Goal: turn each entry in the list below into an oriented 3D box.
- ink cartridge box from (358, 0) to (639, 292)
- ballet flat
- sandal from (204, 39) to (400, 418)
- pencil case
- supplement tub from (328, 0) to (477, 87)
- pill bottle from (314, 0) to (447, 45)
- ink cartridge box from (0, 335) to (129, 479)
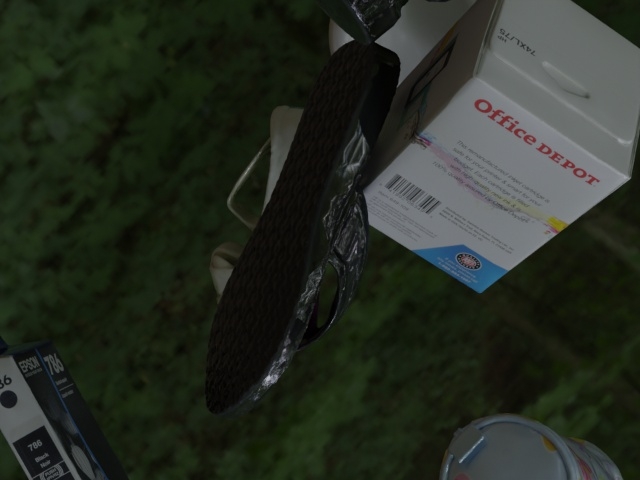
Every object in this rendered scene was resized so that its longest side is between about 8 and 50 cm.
[{"bbox_3d":[0.194,-0.117,1.391,0.270,0.198,0.197,-44,-162,49],"label":"ink cartridge box"},{"bbox_3d":[-0.072,-0.001,1.672,0.139,0.139,0.400,-68,180,-68],"label":"ballet flat"},{"bbox_3d":[0.002,-0.001,1.390,0.167,0.107,0.446,19,-95,63],"label":"sandal"},{"bbox_3d":[0.190,0.216,1.096,0.113,0.124,0.273,-33,159,12],"label":"pencil case"},{"bbox_3d":[0.158,-0.326,1.691,0.235,0.235,0.325,-40,-164,36],"label":"supplement tub"},{"bbox_3d":[0.080,-0.225,0.765,0.219,0.123,0.123,-42,-171,-2],"label":"pill bottle"},{"bbox_3d":[-0.329,0.229,1.546,0.065,0.333,0.165,-31,180,5],"label":"ink cartridge box"}]
